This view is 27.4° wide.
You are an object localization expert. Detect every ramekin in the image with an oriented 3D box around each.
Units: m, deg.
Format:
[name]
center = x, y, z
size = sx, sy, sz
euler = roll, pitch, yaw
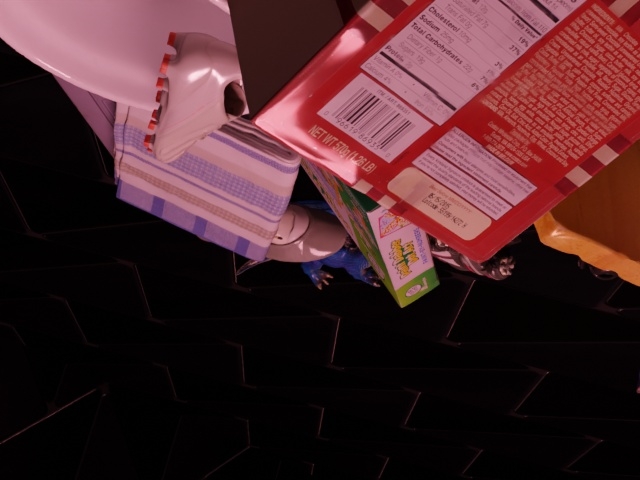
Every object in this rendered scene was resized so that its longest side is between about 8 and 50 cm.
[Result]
[ramekin]
center = -0.148, -0.228, 1.125
size = 0.277, 0.135, 0.277
euler = 14, 160, 5

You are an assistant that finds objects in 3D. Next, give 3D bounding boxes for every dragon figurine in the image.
[dragon figurine]
center = 0.000, 0.000, 1.715
size = 0.289, 0.085, 0.144
euler = 4, 158, 28

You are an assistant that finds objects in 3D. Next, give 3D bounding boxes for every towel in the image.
[towel]
center = -0.132, -0.076, 1.438
size = 0.209, 0.034, 0.285
euler = 26, 155, 1

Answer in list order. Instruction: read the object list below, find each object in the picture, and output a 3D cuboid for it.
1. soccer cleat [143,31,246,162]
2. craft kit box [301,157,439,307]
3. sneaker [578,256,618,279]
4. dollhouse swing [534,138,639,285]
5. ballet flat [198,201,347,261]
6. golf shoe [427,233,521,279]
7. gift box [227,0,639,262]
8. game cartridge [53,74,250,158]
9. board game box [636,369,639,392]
[soccer cleat]
center = -0.104, -0.111, 1.112
size = 0.076, 0.068, 0.196
euler = 15, 158, -7
[craft kit box]
center = 0.020, -0.081, 1.300
size = 0.250, 0.061, 0.247
euler = 56, 179, 25
[sneaker]
center = 0.311, 0.004, 1.447
size = 0.063, 0.075, 0.170
euler = 8, -175, 4
[dollhouse swing]
center = 0.206, -0.039, 1.185
size = 0.346, 0.315, 0.305
euler = 23, 144, -22
[ballet flat]
center = -0.074, -0.020, 1.574
size = 0.213, 0.072, 0.068
euler = 8, 161, 26
[golf shoe]
center = 0.122, -0.029, 1.526
size = 0.120, 0.105, 0.273
euler = 7, 160, 42
[gift box]
center = 0.065, -0.170, 0.875
size = 0.276, 0.258, 0.255
euler = -36, 131, 23
[game cartridge]
center = -0.163, -0.153, 1.464
size = 0.230, 0.068, 0.355
euler = 6, 159, 13
[board game box]
center = 0.563, 0.133, 1.566
size = 0.291, 0.141, 0.232
euler = 16, 161, -3
